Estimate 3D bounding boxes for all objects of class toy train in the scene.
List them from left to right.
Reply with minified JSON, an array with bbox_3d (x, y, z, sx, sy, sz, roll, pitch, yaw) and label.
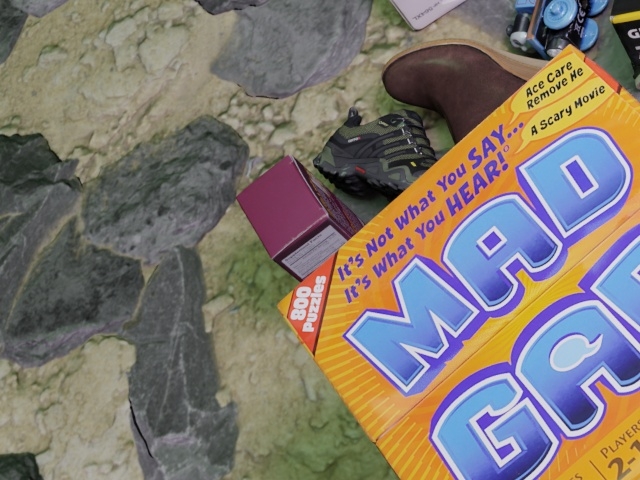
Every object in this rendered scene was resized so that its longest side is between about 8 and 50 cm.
[{"bbox_3d":[0.277,-0.292,1.787,0.105,0.080,0.184,3,69,41],"label":"toy train"}]

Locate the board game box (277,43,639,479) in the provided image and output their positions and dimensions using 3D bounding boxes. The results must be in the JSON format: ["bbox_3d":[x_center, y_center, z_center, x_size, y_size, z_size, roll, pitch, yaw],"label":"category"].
[{"bbox_3d":[0.255,0.124,1.397,0.356,0.356,0.356,-41,52,5],"label":"board game box"}]

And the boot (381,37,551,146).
[{"bbox_3d":[0.169,-0.127,1.712,0.248,0.090,0.207,5,49,17],"label":"boot"}]

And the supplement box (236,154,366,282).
[{"bbox_3d":[0.000,0.000,1.720,0.081,0.188,0.104,-38,52,9],"label":"supplement box"}]

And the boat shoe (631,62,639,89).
[{"bbox_3d":[0.386,-0.209,1.671,0.125,0.046,0.038,-42,55,49],"label":"boat shoe"}]

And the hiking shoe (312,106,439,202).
[{"bbox_3d":[0.098,-0.101,1.782,0.227,0.086,0.114,17,76,35],"label":"hiking shoe"}]

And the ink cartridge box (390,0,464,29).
[{"bbox_3d":[0.126,-0.385,1.915,0.148,0.086,0.203,-33,52,11],"label":"ink cartridge box"}]

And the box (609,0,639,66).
[{"bbox_3d":[0.463,-0.335,1.632,0.257,0.079,0.322,-8,44,34],"label":"box"}]
